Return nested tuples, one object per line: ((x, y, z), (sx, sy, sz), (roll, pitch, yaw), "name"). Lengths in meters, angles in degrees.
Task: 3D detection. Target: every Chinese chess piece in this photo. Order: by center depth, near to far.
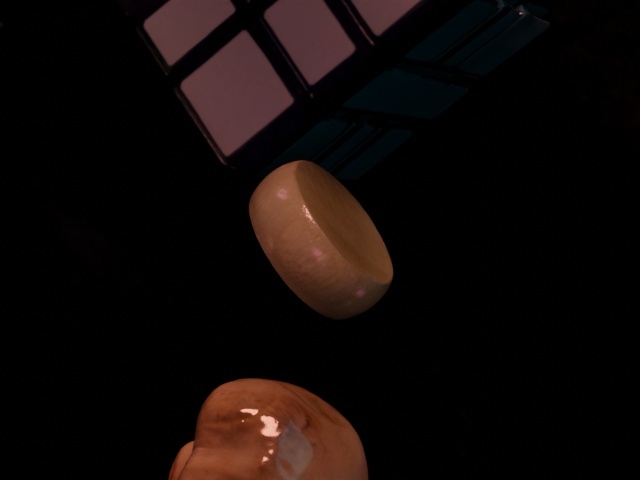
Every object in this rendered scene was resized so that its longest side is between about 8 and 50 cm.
((0.000, 0.000, 1.460), (0.144, 0.058, 0.144), (44, 22, -23), "Chinese chess piece")

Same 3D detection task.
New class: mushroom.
((-0.034, 0.153, 1.027), (0.112, 0.148, 0.148), (16, -4, 36), "mushroom")

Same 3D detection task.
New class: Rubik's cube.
((0.004, -0.243, 1.568), (0.293, 0.283, 0.288), (54, 19, 12), "Rubik's cube")

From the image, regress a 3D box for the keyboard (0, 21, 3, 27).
((-0.260, -0.128, 1.170), (0.060, 0.018, 0.195), (41, 21, -19), "keyboard")
